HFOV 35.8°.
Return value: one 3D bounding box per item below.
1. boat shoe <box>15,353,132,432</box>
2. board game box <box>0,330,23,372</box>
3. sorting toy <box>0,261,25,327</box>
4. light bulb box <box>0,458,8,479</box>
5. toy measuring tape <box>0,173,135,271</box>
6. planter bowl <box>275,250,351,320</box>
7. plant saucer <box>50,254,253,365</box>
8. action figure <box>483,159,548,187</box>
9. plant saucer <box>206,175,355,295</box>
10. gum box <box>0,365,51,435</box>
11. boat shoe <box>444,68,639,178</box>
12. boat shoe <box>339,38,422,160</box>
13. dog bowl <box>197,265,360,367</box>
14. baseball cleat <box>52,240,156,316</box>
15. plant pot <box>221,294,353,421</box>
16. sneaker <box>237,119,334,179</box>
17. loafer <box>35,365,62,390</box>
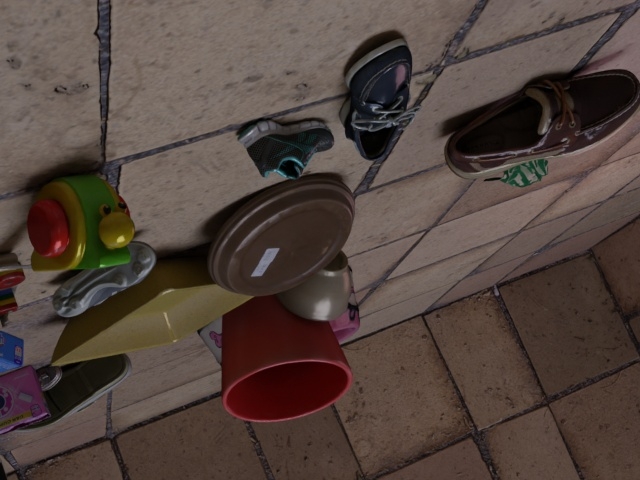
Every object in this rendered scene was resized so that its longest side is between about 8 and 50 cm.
[{"bbox_3d":[-0.556,0.341,2.197,0.302,0.113,0.103,-24,164,-4],"label":"boat shoe"},{"bbox_3d":[-0.569,0.168,1.447,0.210,0.047,0.160,-18,151,21],"label":"board game box"},{"bbox_3d":[-0.521,0.112,1.485,0.132,0.046,0.274,-16,166,-29],"label":"sorting toy"},{"bbox_3d":[-0.739,0.465,1.829,0.225,0.361,0.358,-14,164,-37],"label":"light bulb box"},{"bbox_3d":[-0.331,-0.020,1.235,0.121,0.121,0.330,-11,-175,-42],"label":"toy measuring tape"},{"bbox_3d":[-0.004,0.070,2.020,0.162,0.162,0.109,-12,136,-40],"label":"planter bowl"},{"bbox_3d":[-0.286,0.112,1.819,0.333,0.081,0.333,-30,166,32],"label":"plant saucer"},{"bbox_3d":[0.411,-0.148,2.012,0.137,0.063,0.232,-29,162,18],"label":"action figure"},{"bbox_3d":[-0.057,0.003,1.663,0.278,0.041,0.277,-23,149,-15],"label":"plant saucer"},{"bbox_3d":[-0.664,0.343,2.035,0.189,0.107,0.062,-20,167,-12],"label":"gum box"},{"bbox_3d":[0.367,-0.199,1.618,0.342,0.123,0.123,-18,169,4],"label":"boat shoe"},{"bbox_3d":[0.076,-0.174,1.283,0.095,0.079,0.254,-19,167,-15],"label":"boat shoe"},{"bbox_3d":[-0.085,0.212,2.419,0.408,0.150,0.408,-22,167,-6],"label":"dog bowl"},{"bbox_3d":[-0.330,0.051,1.560,0.206,0.072,0.109,-26,-177,21],"label":"baseball cleat"},{"bbox_3d":[-0.091,0.214,2.088,0.275,0.243,0.275,-10,147,-7],"label":"plant pot"},{"bbox_3d":[-0.038,-0.116,1.330,0.167,0.076,0.065,-9,162,-47],"label":"sneaker"},{"bbox_3d":[-0.608,0.302,2.116,0.125,0.045,0.039,-26,161,23],"label":"loafer"}]
